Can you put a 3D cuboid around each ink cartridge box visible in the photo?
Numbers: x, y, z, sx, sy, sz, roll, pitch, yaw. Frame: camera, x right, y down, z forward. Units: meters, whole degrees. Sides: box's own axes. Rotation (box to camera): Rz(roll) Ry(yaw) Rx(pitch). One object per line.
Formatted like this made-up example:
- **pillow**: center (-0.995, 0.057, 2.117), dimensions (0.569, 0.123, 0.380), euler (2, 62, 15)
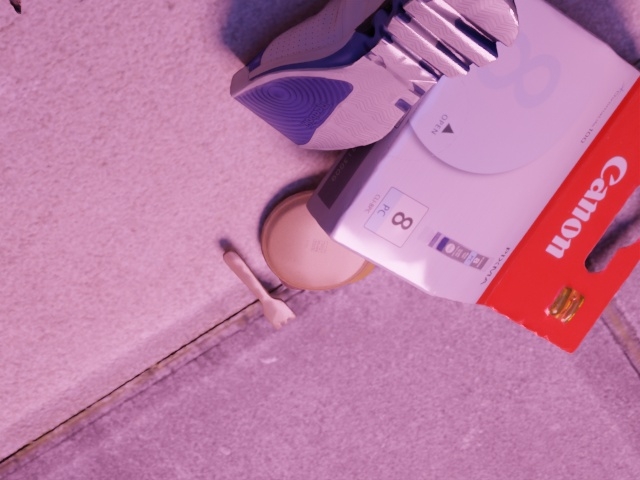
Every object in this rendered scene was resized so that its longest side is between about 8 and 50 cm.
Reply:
- **ink cartridge box**: center (0.224, -0.061, 1.707), dimensions (0.385, 0.091, 0.308), euler (29, 101, -27)

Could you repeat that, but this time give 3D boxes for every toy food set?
- **toy food set**: center (0.000, 0.000, 1.762), dimensions (0.192, 0.038, 0.132), euler (-31, 117, 14)

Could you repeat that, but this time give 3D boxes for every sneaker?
- **sneaker**: center (0.070, -0.218, 1.582), dimensions (0.316, 0.182, 0.127), euler (-25, 129, 40)

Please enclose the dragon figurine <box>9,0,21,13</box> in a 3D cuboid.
- **dragon figurine**: center (-0.345, -0.267, 1.469), dimensions (0.144, 0.085, 0.289), euler (-7, 125, -9)
